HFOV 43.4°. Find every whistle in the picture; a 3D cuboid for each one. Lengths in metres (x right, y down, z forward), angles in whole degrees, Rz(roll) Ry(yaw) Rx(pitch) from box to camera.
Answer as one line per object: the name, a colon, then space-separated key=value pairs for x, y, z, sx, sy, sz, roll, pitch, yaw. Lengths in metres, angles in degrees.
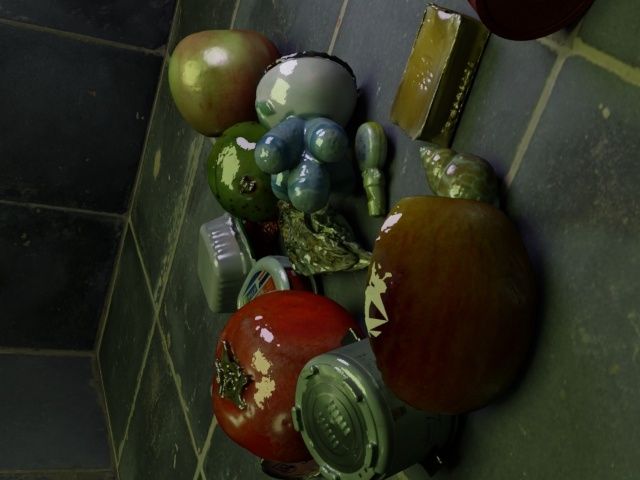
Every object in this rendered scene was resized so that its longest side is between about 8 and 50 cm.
whistle: x=0.112 y=-0.143 z=1.628 sx=0.104 sy=0.057 sz=0.198 roll=138 pitch=127 yaw=-69

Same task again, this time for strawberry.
strawberry: x=-0.160 y=-0.029 z=2.145 sx=0.146 sy=0.082 sz=0.187 roll=56 pitch=130 yaw=43

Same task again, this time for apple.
apple: x=-0.246 y=-0.416 z=2.146 sx=0.319 sy=0.319 sz=0.277 roll=-166 pitch=71 yaw=-64
apple: x=0.191 y=0.104 z=1.193 sx=0.179 sy=0.254 sz=0.346 roll=-72 pitch=-21 yaw=-87

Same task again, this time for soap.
soap: x=0.206 y=-0.292 z=1.433 sx=0.135 sy=0.076 sz=0.233 roll=-126 pitch=48 yaw=-57

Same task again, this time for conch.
conch: x=0.232 y=-0.075 z=1.300 sx=0.116 sy=0.106 sz=0.172 roll=-164 pitch=66 yaw=-83

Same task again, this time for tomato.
tomato: x=-0.059 y=0.261 z=1.596 sx=0.325 sy=0.290 sz=0.293 roll=43 pitch=123 yaw=51

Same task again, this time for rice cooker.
rice cooker: x=0.098 y=0.276 z=1.348 sx=0.280 sy=0.227 sz=0.241 roll=53 pitch=136 yaw=26

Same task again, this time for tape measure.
tape measure: x=-0.089 y=0.158 z=1.884 sx=0.243 sy=0.125 sz=0.246 roll=-50 pitch=43 yaw=39

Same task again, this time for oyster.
oyster: x=0.001 y=-0.001 z=1.740 sx=0.351 sy=0.158 sz=0.162 roll=26 pitch=150 yaw=56

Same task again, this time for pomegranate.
pomegranate: x=-0.150 y=-0.173 z=1.972 sx=0.270 sy=0.254 sz=0.254 roll=-70 pitch=2 yaw=-60

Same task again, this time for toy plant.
toy plant: x=-0.024 y=-0.201 z=1.690 sx=0.247 sy=0.247 sz=0.332 roll=133 pitch=141 yaw=-51

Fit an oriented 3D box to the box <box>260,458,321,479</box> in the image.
box: x=-0.055 y=0.421 z=1.727 sx=0.151 sy=0.151 sz=0.135 roll=123 pitch=151 yaw=-43

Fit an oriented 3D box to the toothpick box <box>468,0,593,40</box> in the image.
toothpick box: x=0.265 y=-0.474 z=1.208 sx=0.204 sy=0.204 sz=0.333 roll=-63 pitch=32 yaw=37

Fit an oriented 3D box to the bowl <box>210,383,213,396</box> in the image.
bowl: x=-0.140 y=0.366 z=1.873 sx=0.112 sy=0.211 sz=0.211 roll=-48 pitch=35 yaw=11

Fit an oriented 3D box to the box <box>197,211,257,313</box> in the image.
box: x=-0.261 y=0.067 z=2.161 sx=0.336 sy=0.106 sz=0.264 roll=106 pitch=147 yaw=-52
